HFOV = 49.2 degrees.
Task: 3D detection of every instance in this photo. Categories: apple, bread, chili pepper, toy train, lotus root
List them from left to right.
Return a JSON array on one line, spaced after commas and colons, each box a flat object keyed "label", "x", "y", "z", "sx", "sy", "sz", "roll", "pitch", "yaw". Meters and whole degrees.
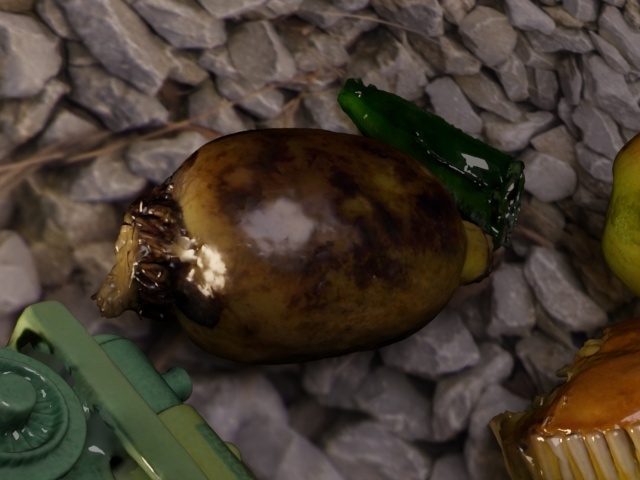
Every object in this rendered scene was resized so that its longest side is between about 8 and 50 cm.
[{"label": "toy train", "x": -0.077, "y": 0.174, "z": 0.367, "sx": 0.369, "sy": 0.150, "sz": 0.237, "roll": 44, "pitch": 26, "yaw": 20}, {"label": "lotus root", "x": 0.000, "y": 0.000, "z": 0.508, "sx": 0.314, "sy": 0.141, "sz": 0.169, "roll": -3, "pitch": 66, "yaw": -23}, {"label": "chili pepper", "x": 0.106, "y": -0.081, "z": 0.648, "sx": 0.216, "sy": 0.062, "sz": 0.108, "roll": 43, "pitch": 38, "yaw": 9}, {"label": "bread", "x": 0.251, "y": 0.127, "z": 0.498, "sx": 0.250, "sy": 0.179, "sz": 0.133, "roll": -22, "pitch": 89, "yaw": -9}, {"label": "apple", "x": 0.345, "y": -0.019, "z": 0.623, "sx": 0.196, "sy": 0.196, "sz": 0.196, "roll": 9, "pitch": 58, "yaw": -15}]
